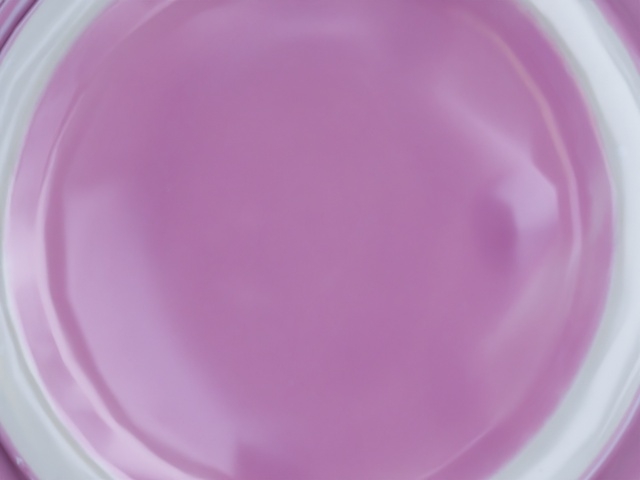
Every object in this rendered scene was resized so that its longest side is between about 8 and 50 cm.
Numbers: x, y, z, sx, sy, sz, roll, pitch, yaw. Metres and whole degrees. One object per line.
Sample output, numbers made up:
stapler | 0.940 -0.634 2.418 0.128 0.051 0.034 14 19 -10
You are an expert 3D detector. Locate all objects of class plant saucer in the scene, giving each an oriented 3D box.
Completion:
plant saucer | 0.000 0.000 0.602 0.332 0.084 0.332 -1 83 12
